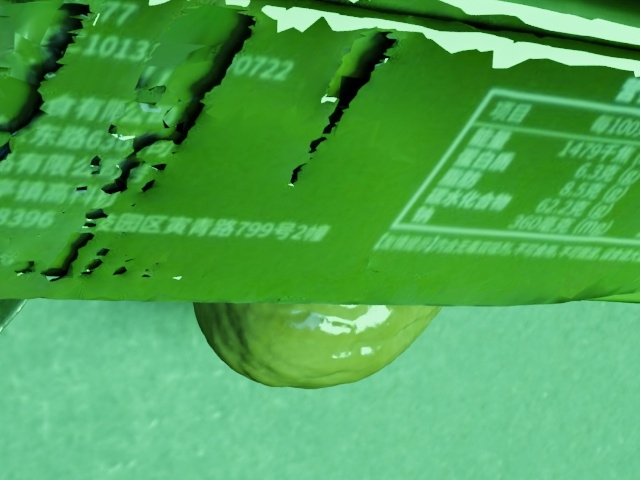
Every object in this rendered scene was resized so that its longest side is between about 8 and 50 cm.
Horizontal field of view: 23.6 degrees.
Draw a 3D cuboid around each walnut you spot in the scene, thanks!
[{"bbox_3d":[0.000,0.000,0.810,0.166,0.149,0.167,8,78,-43],"label":"walnut"}]

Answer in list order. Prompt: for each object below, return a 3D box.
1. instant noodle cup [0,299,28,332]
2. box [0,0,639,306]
[{"bbox_3d":[-0.215,-0.047,0.609,0.234,0.178,0.235,-15,119,-28],"label":"instant noodle cup"},{"bbox_3d":[-0.064,-0.159,0.538,0.420,0.373,0.138,4,137,-37],"label":"box"}]
